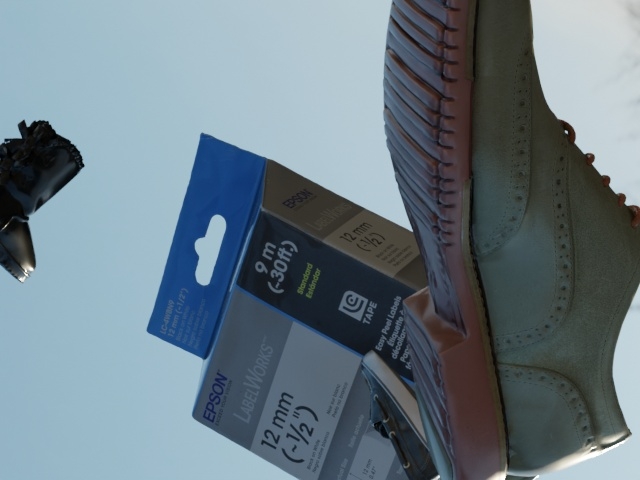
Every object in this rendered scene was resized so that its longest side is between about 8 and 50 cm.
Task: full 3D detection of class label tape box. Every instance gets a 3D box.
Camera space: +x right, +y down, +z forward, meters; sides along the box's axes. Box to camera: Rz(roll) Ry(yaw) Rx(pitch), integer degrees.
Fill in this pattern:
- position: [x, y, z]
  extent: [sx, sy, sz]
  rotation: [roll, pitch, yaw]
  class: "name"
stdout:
- position: [-0.018, 0.084, 1.597]
  extent: [0.348, 0.249, 0.115]
  rotation: [27, -152, 14]
  class: "label tape box"

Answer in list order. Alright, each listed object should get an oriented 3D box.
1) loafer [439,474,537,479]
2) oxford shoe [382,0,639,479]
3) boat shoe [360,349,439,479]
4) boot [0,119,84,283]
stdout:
- position: [0.136, 0.240, 1.913]
  extent: [0.092, 0.269, 0.102]
  rotation: [62, -160, -47]
  class: "loafer"
- position: [0.124, -0.032, 1.043]
  extent: [0.147, 0.397, 0.140]
  rotation: [-9, -153, -8]
  class: "oxford shoe"
- position: [0.057, 0.130, 1.238]
  extent: [0.049, 0.040, 0.142]
  rotation: [47, -177, -34]
  class: "boat shoe"
- position: [-0.217, -0.030, 1.245]
  extent: [0.045, 0.099, 0.121]
  rotation: [38, 168, 28]
  class: "boot"
